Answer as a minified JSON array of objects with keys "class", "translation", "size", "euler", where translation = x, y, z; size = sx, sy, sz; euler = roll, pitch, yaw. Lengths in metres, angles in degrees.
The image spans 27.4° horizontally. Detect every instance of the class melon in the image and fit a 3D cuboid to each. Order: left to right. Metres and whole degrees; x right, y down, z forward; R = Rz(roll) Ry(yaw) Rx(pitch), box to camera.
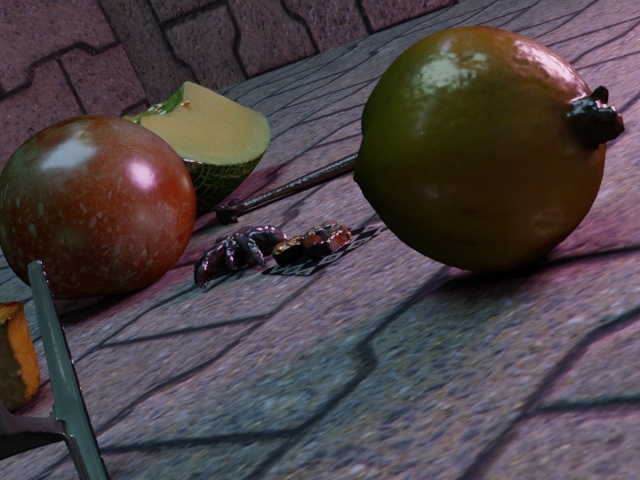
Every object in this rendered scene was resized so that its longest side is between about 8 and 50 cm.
[{"class":"melon","translation":[-0.244,-0.122,2.056],"size":[0.331,0.226,0.343],"euler":[-12,27,5]}]

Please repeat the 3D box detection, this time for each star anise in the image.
[{"class":"star anise","translation":[-0.099,0.012,1.597],"size":[0.141,0.042,0.141],"euler":[-22,12,5]}]

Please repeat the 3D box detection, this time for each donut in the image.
[{"class":"donut","translation":[-0.416,0.153,1.460],"size":[0.295,0.112,0.151],"euler":[-20,9,17]}]

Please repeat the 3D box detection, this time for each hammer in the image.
[{"class":"hammer","translation":[-0.016,-0.090,1.897],"size":[0.297,0.027,0.125],"euler":[-21,12,13]}]

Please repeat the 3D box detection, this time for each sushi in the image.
[{"class":"sushi","translation":[0.000,0.000,1.491],"size":[0.120,0.026,0.126],"euler":[-30,14,-26]}]

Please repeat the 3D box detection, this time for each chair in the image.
[{"class":"chair","translation":[-0.288,0.164,1.001],"size":[0.203,0.275,0.190],"euler":[-24,-11,8]}]

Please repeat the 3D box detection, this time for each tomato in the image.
[{"class":"tomato","translation":[-0.302,-0.057,1.747],"size":[0.270,0.223,0.270],"euler":[-6,34,4]}]

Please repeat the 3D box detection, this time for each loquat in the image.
[{"class":"loquat","translation":[0.151,-0.081,1.108],"size":[0.246,0.213,0.213],"euler":[-11,18,44]}]

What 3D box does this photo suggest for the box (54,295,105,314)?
[{"class":"box","translation":[-0.318,0.058,1.853],"size":[0.090,0.024,0.167],"euler":[-18,15,21]}]
